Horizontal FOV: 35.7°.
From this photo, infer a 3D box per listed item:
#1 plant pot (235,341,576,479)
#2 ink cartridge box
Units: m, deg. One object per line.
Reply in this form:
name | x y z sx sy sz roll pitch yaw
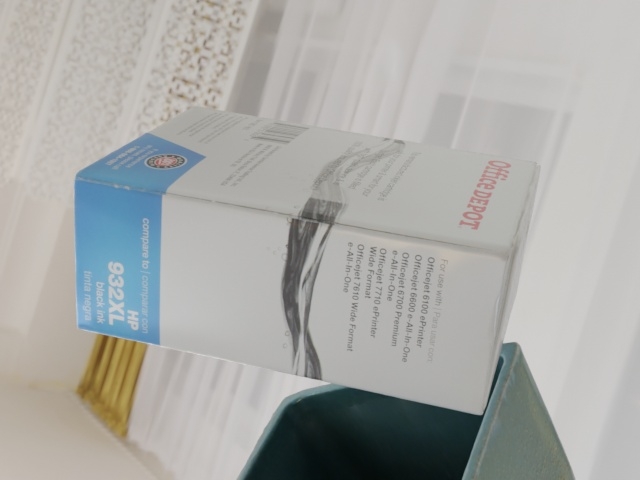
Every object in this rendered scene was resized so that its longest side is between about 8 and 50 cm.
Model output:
plant pot | 0.082 0.273 0.789 0.247 0.252 0.247 -20 -157 35
ink cartridge box | 0.000 0.000 0.767 0.307 0.129 0.223 10 -158 13
